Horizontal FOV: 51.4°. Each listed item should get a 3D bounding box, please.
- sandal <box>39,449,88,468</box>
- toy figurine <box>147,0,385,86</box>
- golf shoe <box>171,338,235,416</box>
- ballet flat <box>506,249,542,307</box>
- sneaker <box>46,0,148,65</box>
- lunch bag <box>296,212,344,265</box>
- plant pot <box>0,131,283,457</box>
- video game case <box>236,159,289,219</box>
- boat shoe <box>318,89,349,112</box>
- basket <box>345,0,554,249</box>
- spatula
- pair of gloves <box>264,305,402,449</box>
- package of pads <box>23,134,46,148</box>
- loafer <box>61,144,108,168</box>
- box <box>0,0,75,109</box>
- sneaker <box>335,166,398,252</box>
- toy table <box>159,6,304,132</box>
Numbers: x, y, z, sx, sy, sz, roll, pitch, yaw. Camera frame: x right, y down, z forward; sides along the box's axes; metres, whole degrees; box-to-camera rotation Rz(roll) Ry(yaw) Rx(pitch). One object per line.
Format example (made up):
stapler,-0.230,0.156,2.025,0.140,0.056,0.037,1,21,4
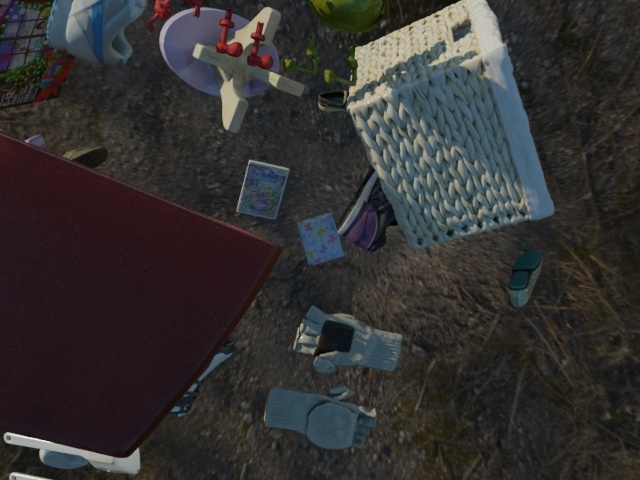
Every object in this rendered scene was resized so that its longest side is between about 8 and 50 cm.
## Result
sandal,-0.452,0.335,1.415,0.416,0.102,0.169,-39,136,12
toy figurine,-0.049,-0.347,0.911,0.362,0.217,0.191,14,91,-19
golf shoe,-0.222,0.231,1.086,0.198,0.077,0.094,-26,105,-16
ballet flat,0.412,0.078,1.348,0.057,0.168,0.052,1,117,33
sneaker,-0.224,-0.298,0.718,0.092,0.087,0.229,19,128,-15
lunch bag,0.000,0.000,1.221,0.071,0.053,0.083,-18,75,0
plant pot,-0.234,0.051,0.648,0.267,0.267,0.236,22,89,-24
video game case,-0.123,-0.107,1.413,0.087,0.011,0.122,11,118,-13
boat shoe,0.068,-0.366,1.735,0.152,0.049,0.056,-5,70,5
basket,0.233,-0.211,1.200,0.266,0.328,0.331,-19,121,18
spatula,-0.367,0.358,0.974,0.242,0.019,0.168,3,96,22
pair of gloves,0.026,0.252,1.187,0.204,0.042,0.240,22,89,-12
package of pads,-0.634,-0.195,1.419,0.083,0.050,0.032,-17,107,19
loafer,-0.583,-0.194,1.590,0.148,0.056,0.050,-27,54,-24
box,-0.445,-0.322,0.995,0.057,0.201,0.293,46,127,8
sneaker,0.148,-0.096,1.537,0.124,0.107,0.283,34,67,-5
toy table,-0.175,-0.365,1.368,0.274,0.161,0.252,-3,118,-35
